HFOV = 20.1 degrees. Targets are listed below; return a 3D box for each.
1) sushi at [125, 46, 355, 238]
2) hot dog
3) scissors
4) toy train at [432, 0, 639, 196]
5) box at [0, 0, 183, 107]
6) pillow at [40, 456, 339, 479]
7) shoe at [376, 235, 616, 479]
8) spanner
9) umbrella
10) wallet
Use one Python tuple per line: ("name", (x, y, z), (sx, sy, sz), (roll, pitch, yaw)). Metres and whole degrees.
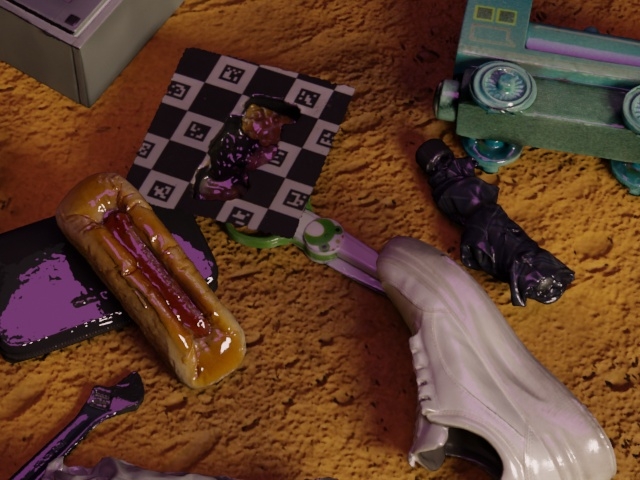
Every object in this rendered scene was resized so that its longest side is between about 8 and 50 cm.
("sushi", (-0.085, -0.090, 1.884), (0.192, 0.050, 0.215), (15, 54, 11))
("hot dog", (-0.164, 0.035, 1.771), (0.084, 0.073, 0.242), (-36, 86, -16))
("scissors", (0.000, 0.000, 1.863), (0.204, 0.027, 0.101), (32, 64, 19))
("toy train", (0.274, -0.163, 1.919), (0.298, 0.120, 0.194), (10, 54, 5))
("box", (-0.284, -0.303, 1.987), (0.225, 0.117, 0.225), (29, 63, 16))
("pillow", (-0.113, 0.335, 1.593), (0.283, 0.138, 0.310), (1, 56, -1))
("shoe", (0.128, 0.147, 1.727), (0.159, 0.124, 0.316), (-39, 67, -14))
("spanner", (-0.247, 0.199, 1.745), (0.046, 0.012, 0.208), (38, 65, 18))
("umbrella", (0.164, -0.017, 1.856), (0.080, 0.071, 0.224), (4, 41, -47))
("wallet", (-0.226, 0.026, 1.834), (0.250, 0.044, 0.149), (-19, 64, -13))
